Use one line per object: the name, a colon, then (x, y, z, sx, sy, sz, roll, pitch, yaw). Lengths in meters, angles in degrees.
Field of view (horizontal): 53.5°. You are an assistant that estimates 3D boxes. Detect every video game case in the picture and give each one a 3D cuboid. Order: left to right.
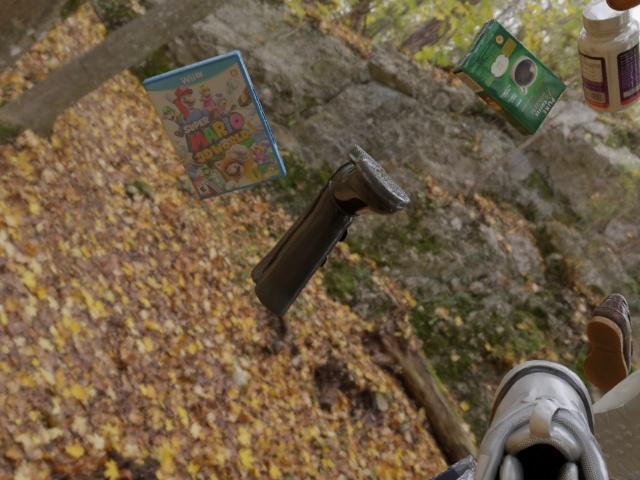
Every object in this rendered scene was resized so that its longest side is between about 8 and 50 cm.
video game case: (-0.124, -0.133, 0.768, 0.015, 0.119, 0.166, -91, 163, -54)

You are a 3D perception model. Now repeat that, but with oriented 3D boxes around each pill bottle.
pill bottle: (0.532, -0.342, 1.164, 0.108, 0.108, 0.193, 49, -8, 48)

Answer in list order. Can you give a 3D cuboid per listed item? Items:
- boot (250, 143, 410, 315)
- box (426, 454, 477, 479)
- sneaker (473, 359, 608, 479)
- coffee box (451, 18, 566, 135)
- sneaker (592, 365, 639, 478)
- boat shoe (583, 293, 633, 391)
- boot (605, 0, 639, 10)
boot: (0.000, 0.000, 1.535, 0.146, 0.445, 0.367, 40, 11, -13)
box: (0.192, 0.673, 1.480, 0.097, 0.318, 0.395, 54, -31, 28)
sneaker: (0.212, 0.318, 0.663, 0.210, 0.137, 0.366, 9, 89, -70)
coffee box: (0.329, -0.280, 1.106, 0.184, 0.113, 0.040, 35, -8, -15)
sneaker: (0.401, 0.213, 0.803, 0.090, 0.235, 0.095, 46, 27, 6)
boat shoe: (0.485, 0.173, 1.057, 0.073, 0.073, 0.207, 19, -35, 32)
boot: (0.487, -0.384, 0.889, 0.073, 0.152, 0.197, 45, -49, -9)
